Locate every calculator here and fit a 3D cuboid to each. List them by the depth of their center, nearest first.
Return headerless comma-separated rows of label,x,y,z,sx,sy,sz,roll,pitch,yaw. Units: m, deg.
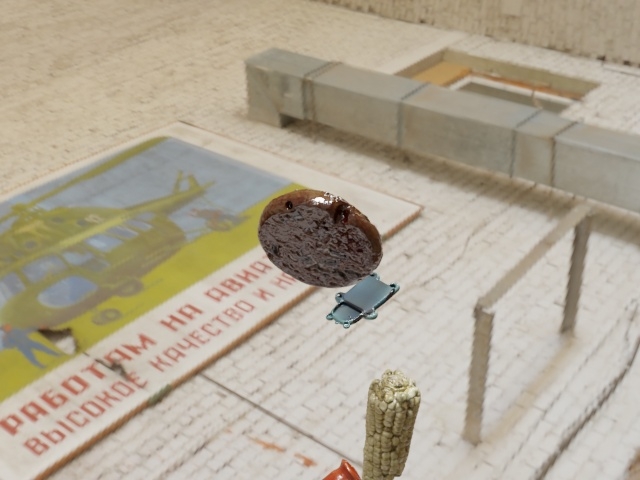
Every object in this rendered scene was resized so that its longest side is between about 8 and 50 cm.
calculator,0.073,0.107,1.567,0.141,0.094,0.019,-37,-43,-31

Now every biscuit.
biscuit,0.000,0.000,1.297,0.192,0.192,0.049,75,-149,-42

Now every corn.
corn,0.112,0.310,1.431,0.087,0.087,0.211,-24,-55,-47

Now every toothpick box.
toothpick box,0.016,0.345,1.241,0.083,0.047,0.047,-39,-38,-2
